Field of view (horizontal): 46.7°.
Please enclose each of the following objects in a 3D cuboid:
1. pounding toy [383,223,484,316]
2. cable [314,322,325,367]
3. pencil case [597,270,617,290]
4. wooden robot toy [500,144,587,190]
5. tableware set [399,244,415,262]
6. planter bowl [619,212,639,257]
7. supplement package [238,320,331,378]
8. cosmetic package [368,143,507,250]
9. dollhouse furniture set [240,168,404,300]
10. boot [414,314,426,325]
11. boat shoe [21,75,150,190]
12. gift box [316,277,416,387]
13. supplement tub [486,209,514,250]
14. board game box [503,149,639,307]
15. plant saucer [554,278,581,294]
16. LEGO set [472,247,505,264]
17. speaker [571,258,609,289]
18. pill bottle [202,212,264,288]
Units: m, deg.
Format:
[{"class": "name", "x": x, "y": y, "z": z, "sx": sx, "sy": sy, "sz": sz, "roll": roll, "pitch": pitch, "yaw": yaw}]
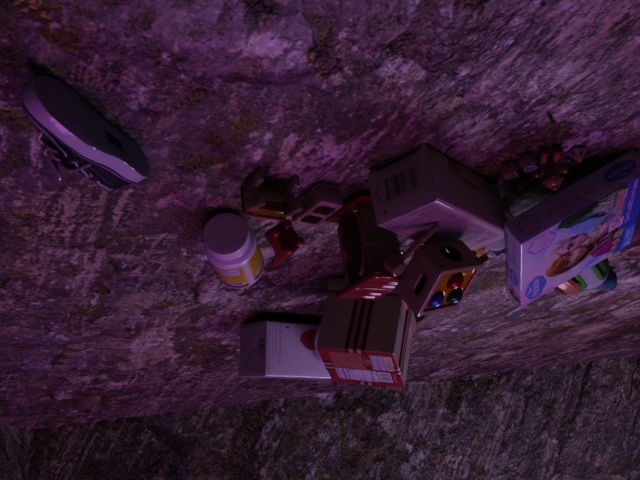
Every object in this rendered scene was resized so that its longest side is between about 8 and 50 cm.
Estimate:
[{"class": "pounding toy", "x": 0.226, "y": 0.062, "z": 1.491, "sx": 0.206, "sy": 0.094, "sz": 0.181, "roll": -7, "pitch": 134, "yaw": -38}, {"class": "cable", "x": 0.111, "y": 0.326, "z": 2.364, "sx": 0.257, "sy": 0.089, "sz": 0.257, "roll": -19, "pitch": 119, "yaw": -14}, {"class": "pencil case", "x": 0.831, "y": 0.122, "z": 2.268, "sx": 0.151, "sy": 0.065, "sz": 0.070, "roll": 3, "pitch": 140, "yaw": -20}, {"class": "wooden robot toy", "x": 0.460, "y": -0.140, "z": 1.506, "sx": 0.173, "sy": 0.079, "sz": 0.076, "roll": -9, "pitch": 158, "yaw": 7}, {"class": "tableware set", "x": 0.229, "y": 0.032, "z": 1.926, "sx": 0.194, "sy": 0.039, "sz": 0.128, "roll": -8, "pitch": 147, "yaw": -11}, {"class": "planter bowl", "x": 0.789, "y": -0.021, "z": 1.847, "sx": 0.161, "sy": 0.109, "sz": 0.162, "roll": -5, "pitch": 157, "yaw": -2}, {"class": "supplement package", "x": -0.098, "y": 0.364, "z": 2.434, "sx": 0.292, "sy": 0.178, "sz": 0.175, "roll": 9, "pitch": 165, "yaw": -34}, {"class": "cosmetic package", "x": 0.251, "y": -0.075, "z": 1.544, "sx": 0.153, "sy": 0.129, "sz": 0.296, "roll": -24, "pitch": 151, "yaw": 33}, {"class": "dollhouse furniture set", "x": 0.000, "y": 0.000, "z": 1.565, "sx": 0.373, "sy": 0.202, "sz": 0.152, "roll": 8, "pitch": 154, "yaw": -33}, {"class": "boot", "x": 0.298, "y": 0.255, "z": 2.450, "sx": 0.197, "sy": 0.073, "sz": 0.152, "roll": -9, "pitch": 160, "yaw": 40}, {"class": "boat shoe", "x": -0.394, "y": -0.157, "z": 1.194, "sx": 0.104, "sy": 0.113, "sz": 0.306, "roll": -25, "pitch": 164, "yaw": 9}, {"class": "gift box", "x": 0.158, "y": 0.253, "z": 2.100, "sx": 0.276, "sy": 0.258, "sz": 0.255, "roll": 4, "pitch": 146, "yaw": 13}, {"class": "supplement tub", "x": 0.430, "y": -0.024, "z": 1.793, "sx": 0.070, "sy": 0.071, "sz": 0.107, "roll": -7, "pitch": 157, "yaw": 2}, {"class": "board game box", "x": 0.560, "y": -0.014, "z": 1.648, "sx": 0.317, "sy": 0.066, "sz": 0.319, "roll": -30, "pitch": 147, "yaw": -3}, {"class": "plant saucer", "x": 0.601, "y": 0.088, "z": 1.990, "sx": 0.037, "sy": 0.200, "sz": 0.200, "roll": -56, "pitch": 146, "yaw": 2}, {"class": "LEGO set", "x": 0.398, "y": 0.048, "z": 1.932, "sx": 0.227, "sy": 0.087, "sz": 0.093, "roll": -33, "pitch": 158, "yaw": 14}, {"class": "speaker", "x": 0.677, "y": 0.043, "z": 1.950, "sx": 0.131, "sy": 0.131, "sz": 0.296, "roll": -17, "pitch": 156, "yaw": 24}, {"class": "pill bottle", "x": -0.197, "y": 0.023, "z": 1.678, "sx": 0.119, "sy": 0.119, "sz": 0.208, "roll": -6, "pitch": 158, "yaw": 0}]
